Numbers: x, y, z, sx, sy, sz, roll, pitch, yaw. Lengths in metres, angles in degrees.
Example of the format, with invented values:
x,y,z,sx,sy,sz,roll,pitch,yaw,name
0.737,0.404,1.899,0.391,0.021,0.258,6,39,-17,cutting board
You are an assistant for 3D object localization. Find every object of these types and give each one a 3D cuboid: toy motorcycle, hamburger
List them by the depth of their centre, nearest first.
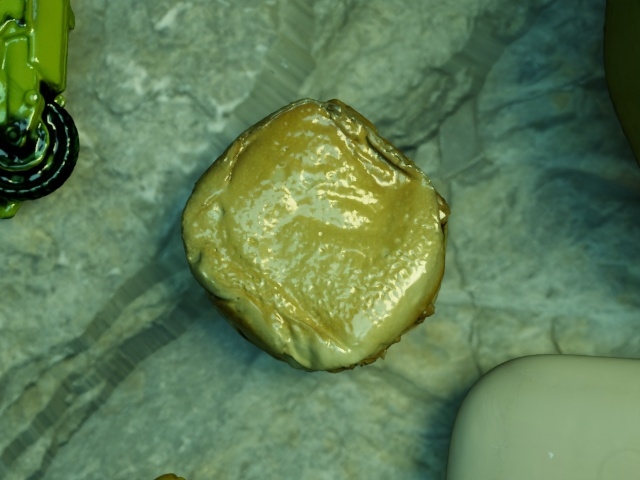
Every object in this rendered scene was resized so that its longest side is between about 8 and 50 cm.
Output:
x,y,z,sx,sy,sz,roll,pitch,yaw,name
-0.001,0.001,0.817,0.214,0.108,0.213,0,84,3,hamburger
-0.289,-0.195,0.845,0.206,0.142,0.342,2,82,6,toy motorcycle

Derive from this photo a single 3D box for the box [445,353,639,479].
x,y,z,sx,sy,sz,roll,pitch,yaw,name
0.218,0.255,0.718,0.289,0.141,0.349,2,75,25,box

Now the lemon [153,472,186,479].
x,y,z,sx,sy,sz,roll,pitch,yaw,name
-0.130,0.286,0.756,0.192,0.192,0.231,9,78,5,lemon

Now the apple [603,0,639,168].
x,y,z,sx,sy,sz,roll,pitch,yaw,name
0.406,-0.161,0.653,0.474,0.473,0.473,0,84,5,apple
